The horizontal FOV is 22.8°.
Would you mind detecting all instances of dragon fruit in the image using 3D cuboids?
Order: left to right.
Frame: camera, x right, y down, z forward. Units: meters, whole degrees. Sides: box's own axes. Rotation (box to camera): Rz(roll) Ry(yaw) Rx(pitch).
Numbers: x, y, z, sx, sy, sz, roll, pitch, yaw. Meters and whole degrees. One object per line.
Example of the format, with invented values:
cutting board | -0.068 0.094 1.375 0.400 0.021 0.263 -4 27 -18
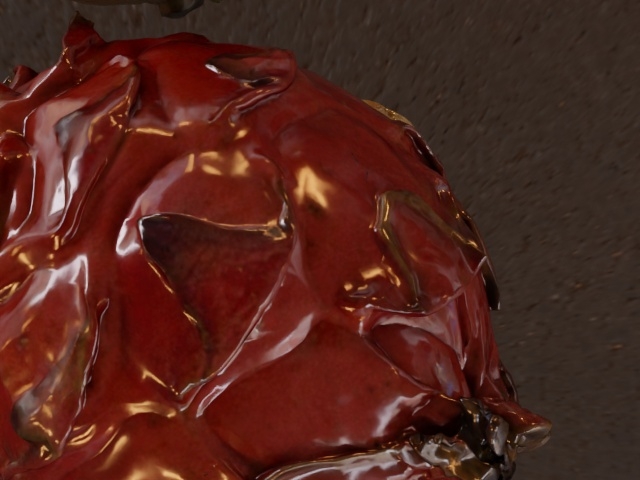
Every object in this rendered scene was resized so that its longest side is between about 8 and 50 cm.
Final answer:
dragon fruit | -0.038 0.026 0.475 0.209 0.172 0.172 33 84 6

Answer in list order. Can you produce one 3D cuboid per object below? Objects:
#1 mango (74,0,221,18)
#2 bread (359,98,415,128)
mango | -0.038 -0.196 0.514 0.130 0.167 0.262 4 56 38
bread | 0.010 -0.037 1.068 0.082 0.125 0.106 30 125 -13
